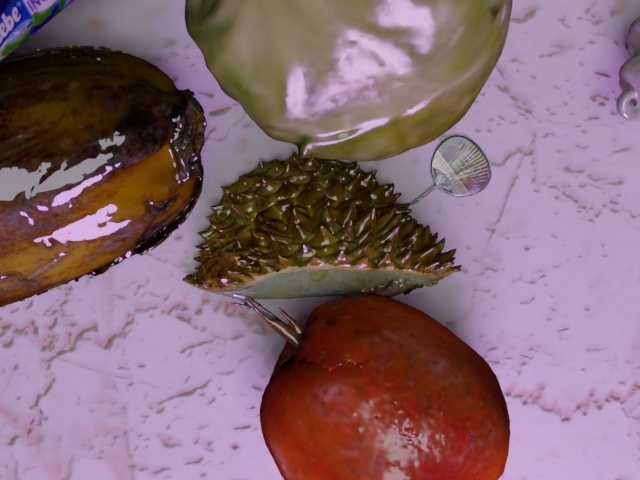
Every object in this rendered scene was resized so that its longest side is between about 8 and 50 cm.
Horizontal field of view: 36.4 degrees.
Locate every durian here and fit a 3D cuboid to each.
[{"bbox_3d":[0.000,0.000,0.890,0.252,0.144,0.139,-4,143,-10],"label":"durian"}]

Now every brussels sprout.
[{"bbox_3d":[0.017,-0.213,0.710,0.247,0.328,0.327,-19,106,2],"label":"brussels sprout"}]

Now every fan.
[{"bbox_3d":[0.120,-0.068,0.914,0.080,0.003,0.060,-10,105,-2],"label":"fan"}]

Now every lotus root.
[{"bbox_3d":[-0.284,-0.037,0.799,0.398,0.179,0.195,-14,118,-2],"label":"lotus root"}]

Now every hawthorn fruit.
[{"bbox_3d":[0.037,0.143,0.871,0.299,0.211,0.211,43,98,-3],"label":"hawthorn fruit"}]

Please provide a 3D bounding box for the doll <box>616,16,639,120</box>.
[{"bbox_3d":[0.383,-0.191,0.849,0.293,0.119,0.138,-34,121,0],"label":"doll"}]

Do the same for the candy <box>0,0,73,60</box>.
[{"bbox_3d":[-0.242,-0.196,0.743,0.312,0.088,0.061,-46,149,-20],"label":"candy"}]
